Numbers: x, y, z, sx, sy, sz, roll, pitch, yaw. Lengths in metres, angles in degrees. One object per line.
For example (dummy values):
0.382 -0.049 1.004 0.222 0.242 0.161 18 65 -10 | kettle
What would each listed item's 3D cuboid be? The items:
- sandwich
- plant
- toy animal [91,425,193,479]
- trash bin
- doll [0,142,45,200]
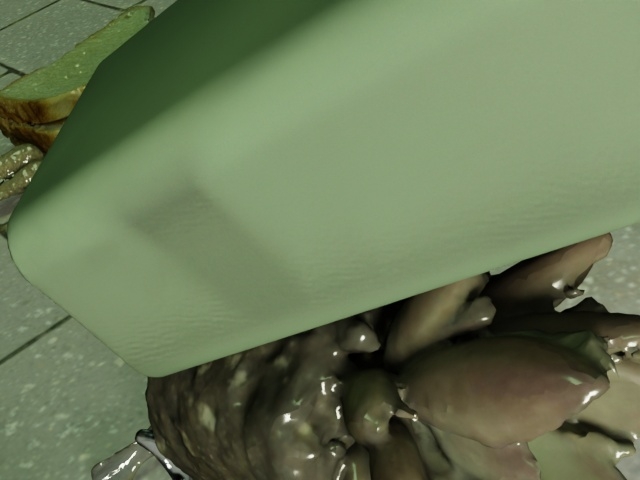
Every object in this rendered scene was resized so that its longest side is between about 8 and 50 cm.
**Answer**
-0.269 -0.210 1.240 0.254 0.100 0.288 9 42 46 | sandwich
0.054 0.093 0.545 0.320 0.181 0.194 5 59 42 | plant
-0.078 0.113 0.707 0.202 0.070 0.105 -46 16 -31 | toy animal
0.018 -0.085 0.486 0.343 0.158 0.223 -22 35 29 | trash bin
-0.472 -0.039 1.111 0.202 0.091 0.286 35 68 13 | doll
